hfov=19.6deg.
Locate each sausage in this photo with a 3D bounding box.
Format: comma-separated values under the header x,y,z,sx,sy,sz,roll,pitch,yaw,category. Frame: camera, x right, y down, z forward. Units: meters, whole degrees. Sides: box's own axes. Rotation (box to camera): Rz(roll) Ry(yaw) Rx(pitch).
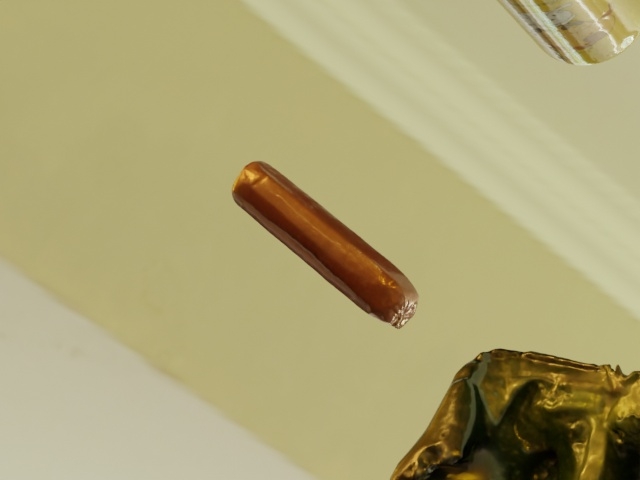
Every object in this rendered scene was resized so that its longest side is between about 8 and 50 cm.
x,y,z,sx,sy,sz,roll,pitch,yaw,category
0.000,0.000,1.094,0.147,0.030,0.035,39,20,26,sausage

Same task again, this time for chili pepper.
x,y,z,sx,sy,sz,roll,pitch,yaw,category
0.196,0.164,1.246,0.264,0.148,0.116,9,-34,30,chili pepper

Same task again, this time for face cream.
x,y,z,sx,sy,sz,roll,pitch,yaw,category
0.140,-0.226,1.295,0.105,0.105,0.348,13,-9,27,face cream
